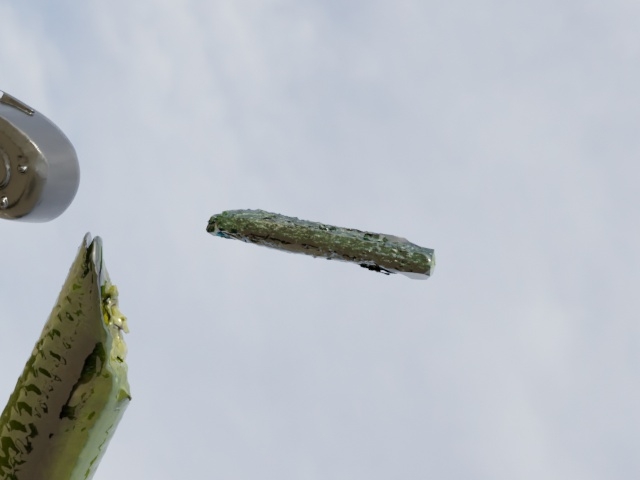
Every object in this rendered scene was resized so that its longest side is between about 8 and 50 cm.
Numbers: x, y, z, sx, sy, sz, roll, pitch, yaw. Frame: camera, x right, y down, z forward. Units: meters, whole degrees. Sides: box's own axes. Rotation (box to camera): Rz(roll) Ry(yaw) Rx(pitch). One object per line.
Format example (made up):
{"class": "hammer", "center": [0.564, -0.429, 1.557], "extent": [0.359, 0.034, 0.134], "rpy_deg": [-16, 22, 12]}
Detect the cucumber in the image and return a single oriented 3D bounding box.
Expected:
{"class": "cucumber", "center": [0.000, 0.000, 1.911], "extent": [0.043, 0.256, 0.044], "rpy_deg": [55, 47, -79]}

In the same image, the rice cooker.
{"class": "rice cooker", "center": [-0.401, -0.105, 2.224], "extent": [0.203, 0.118, 0.142], "rpy_deg": [34, -72, 17]}

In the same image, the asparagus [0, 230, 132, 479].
{"class": "asparagus", "center": [-0.263, 0.177, 1.795], "extent": [0.128, 0.108, 0.382], "rpy_deg": [33, -71, 16]}
